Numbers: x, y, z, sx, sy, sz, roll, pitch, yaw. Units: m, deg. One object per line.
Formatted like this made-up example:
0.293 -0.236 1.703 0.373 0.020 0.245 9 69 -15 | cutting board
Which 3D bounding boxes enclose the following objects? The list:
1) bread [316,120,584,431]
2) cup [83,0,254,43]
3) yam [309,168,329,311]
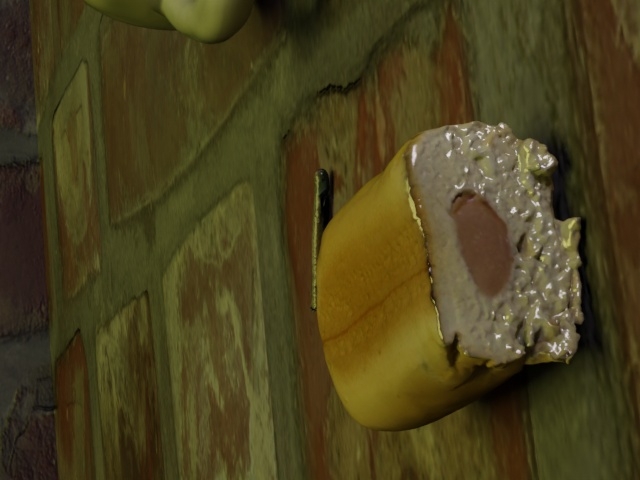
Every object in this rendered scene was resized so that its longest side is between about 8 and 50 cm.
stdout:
0.063 0.025 0.692 0.173 0.085 0.134 138 124 -63 | bread
-0.094 -0.267 1.031 0.255 0.173 0.202 37 131 29 | cup
0.000 0.000 0.967 0.014 0.014 0.107 -155 65 -68 | yam
